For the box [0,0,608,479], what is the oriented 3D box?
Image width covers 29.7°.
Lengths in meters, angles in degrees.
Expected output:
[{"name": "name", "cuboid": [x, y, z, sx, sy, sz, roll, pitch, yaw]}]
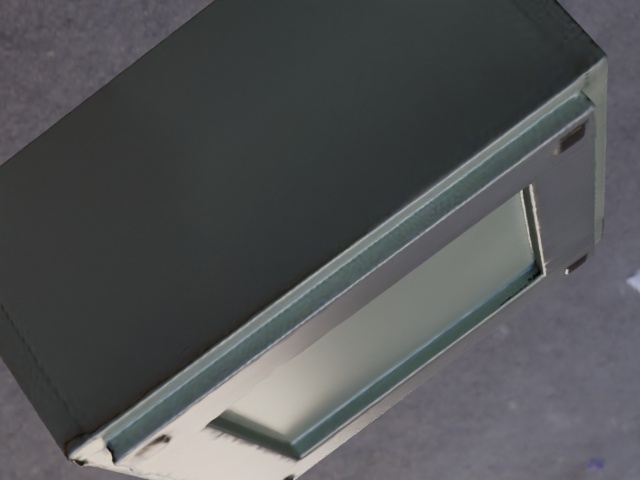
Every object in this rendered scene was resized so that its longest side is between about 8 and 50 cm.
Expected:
[{"name": "box", "cuboid": [0.000, 0.000, 0.511, 0.225, 0.117, 0.225, -37, 161, 1]}]
